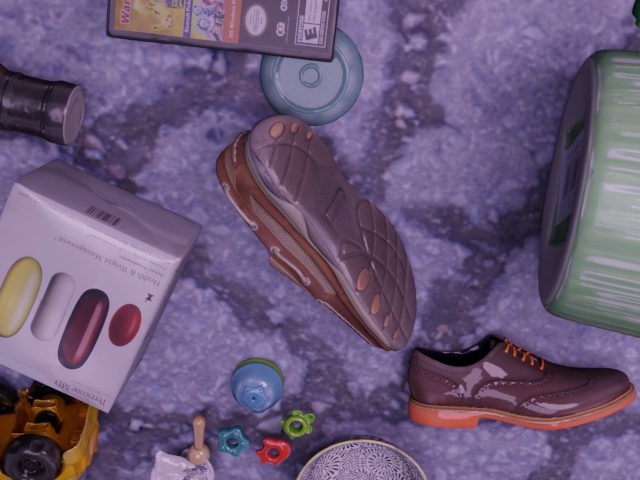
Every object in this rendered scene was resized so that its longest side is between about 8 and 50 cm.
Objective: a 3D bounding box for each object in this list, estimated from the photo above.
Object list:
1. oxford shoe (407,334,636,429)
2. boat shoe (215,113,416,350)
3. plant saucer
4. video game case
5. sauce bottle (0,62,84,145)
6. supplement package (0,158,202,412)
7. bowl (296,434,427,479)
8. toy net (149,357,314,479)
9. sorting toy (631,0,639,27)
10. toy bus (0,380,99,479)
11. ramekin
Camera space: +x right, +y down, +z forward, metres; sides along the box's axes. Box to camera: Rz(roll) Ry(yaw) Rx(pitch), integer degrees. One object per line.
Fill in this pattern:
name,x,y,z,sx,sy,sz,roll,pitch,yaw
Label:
oxford shoe,0.240,0.166,1.002,0.271,0.097,0.098,-4,100,3
boat shoe,0.000,0.000,0.964,0.116,0.123,0.324,-15,118,41
plant saucer,-0.010,-0.188,0.946,0.119,0.021,0.119,1,107,2
video game case,-0.094,-0.342,0.887,0.248,0.035,0.274,7,102,0
sauce bottle,-0.439,-0.177,0.920,0.344,0.111,0.111,11,106,-1
supplement package,-0.273,0.047,0.958,0.194,0.149,0.203,25,105,-5
bowl,0.053,0.309,1.056,0.170,0.080,0.170,1,107,3
toy net,-0.120,0.260,1.070,0.232,0.045,0.122,-43,102,14
sorting toy,0.182,-0.290,0.827,0.366,0.127,0.126,23,149,17
toy bus,-0.373,0.292,1.045,0.220,0.149,0.211,-8,119,2
ramekin,0.317,-0.047,0.836,0.148,0.303,0.303,10,106,8
